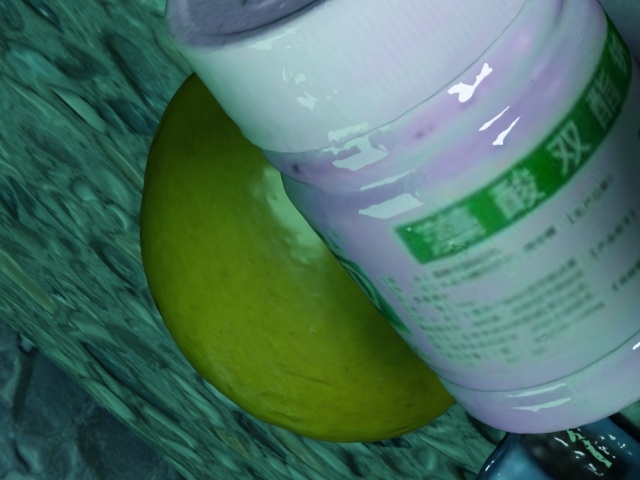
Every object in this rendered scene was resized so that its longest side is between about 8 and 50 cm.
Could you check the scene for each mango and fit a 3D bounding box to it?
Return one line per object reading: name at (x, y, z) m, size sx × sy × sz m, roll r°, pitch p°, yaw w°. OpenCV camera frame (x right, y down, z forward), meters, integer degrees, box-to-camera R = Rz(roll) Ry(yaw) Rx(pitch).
mango at (0.000, 0.000, 1.316) m, size 0.301 × 0.220 × 0.445 m, roll 39°, pitch 159°, yaw 11°

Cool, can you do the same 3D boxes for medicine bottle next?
medicine bottle at (0.084, -0.064, 1.019) m, size 0.212 × 0.212 × 0.325 m, roll 12°, pitch 146°, yaw 54°

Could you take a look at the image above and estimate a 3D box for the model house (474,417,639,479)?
model house at (0.234, 0.308, 1.542) m, size 0.303 × 0.237 × 0.215 m, roll 38°, pitch 161°, yaw 2°
